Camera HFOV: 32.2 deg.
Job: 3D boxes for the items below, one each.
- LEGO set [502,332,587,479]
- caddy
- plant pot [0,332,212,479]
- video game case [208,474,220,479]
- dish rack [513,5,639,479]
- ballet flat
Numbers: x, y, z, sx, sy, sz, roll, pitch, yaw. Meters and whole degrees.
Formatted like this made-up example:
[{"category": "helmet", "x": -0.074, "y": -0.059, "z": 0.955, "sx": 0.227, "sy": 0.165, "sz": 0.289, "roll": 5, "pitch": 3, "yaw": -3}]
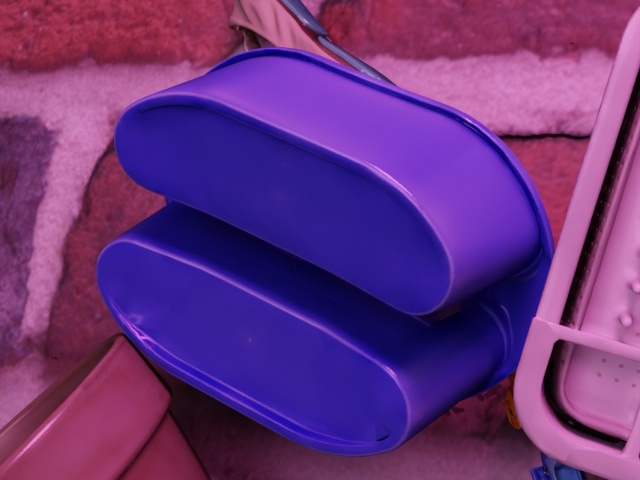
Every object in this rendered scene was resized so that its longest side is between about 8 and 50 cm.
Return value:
[{"category": "LEGO set", "x": 0.186, "y": 0.131, "z": 0.840, "sx": 0.087, "sy": 0.093, "sz": 0.227, "roll": -13, "pitch": 63, "yaw": -7}, {"category": "caddy", "x": 0.000, "y": 0.000, "z": 0.819, "sx": 0.341, "sy": 0.179, "sz": 0.241, "roll": 26, "pitch": 119, "yaw": 23}, {"category": "plant pot", "x": -0.174, "y": 0.279, "z": 0.835, "sx": 0.323, "sy": 0.323, "sz": 0.280, "roll": -41, "pitch": 96, "yaw": 15}, {"category": "video game case", "x": -0.106, "y": 0.344, "z": 0.980, "sx": 0.183, "sy": 0.023, "sz": 0.201, "roll": -45, "pitch": 61, "yaw": 12}, {"category": "dish rack", "x": 0.302, "y": 0.016, "z": 0.732, "sx": 0.285, "sy": 0.072, "sz": 0.333, "roll": 17, "pitch": 101, "yaw": 10}, {"category": "ballet flat", "x": -0.011, "y": -0.163, "z": 1.024, "sx": 0.086, "sy": 0.086, "sz": 0.248, "roll": -49, "pitch": 53, "yaw": 10}]
